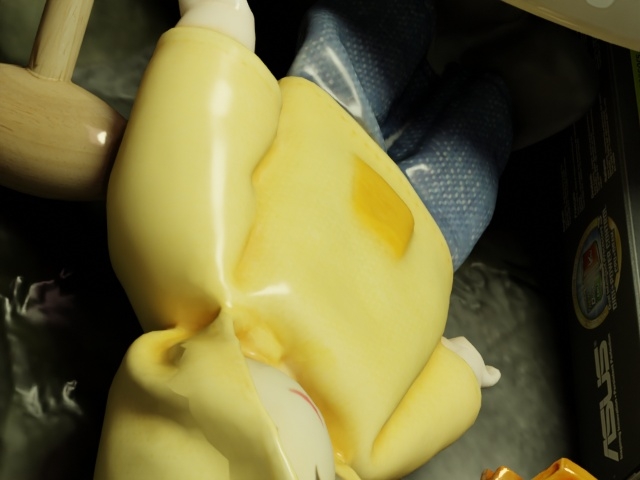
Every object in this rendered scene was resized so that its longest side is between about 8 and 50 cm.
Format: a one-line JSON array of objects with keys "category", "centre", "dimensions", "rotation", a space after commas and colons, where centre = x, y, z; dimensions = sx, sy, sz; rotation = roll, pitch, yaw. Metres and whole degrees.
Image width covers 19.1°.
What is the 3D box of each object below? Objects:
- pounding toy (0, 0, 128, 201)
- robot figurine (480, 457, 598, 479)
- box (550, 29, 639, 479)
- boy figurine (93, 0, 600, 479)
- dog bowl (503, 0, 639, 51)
[{"category": "pounding toy", "centre": [-0.137, -0.129, 0.514], "dimensions": [0.154, 0.269, 0.155], "rotation": [9, 44, 15]}, {"category": "robot figurine", "centre": [0.069, 0.213, 0.508], "dimensions": [0.211, 0.085, 0.291], "rotation": [31, 46, -18]}, {"category": "box", "centre": [0.201, -0.014, 0.741], "dimensions": [0.216, 0.060, 0.270], "rotation": [7, 59, -15]}, {"category": "boy figurine", "centre": [0.000, 0.000, 0.582], "dimensions": [0.177, 0.092, 0.285], "rotation": [60, 34, -23]}, {"category": "dog bowl", "centre": [0.113, -0.176, 0.679], "dimensions": [0.348, 0.102, 0.349], "rotation": [16, 32, -10]}]
